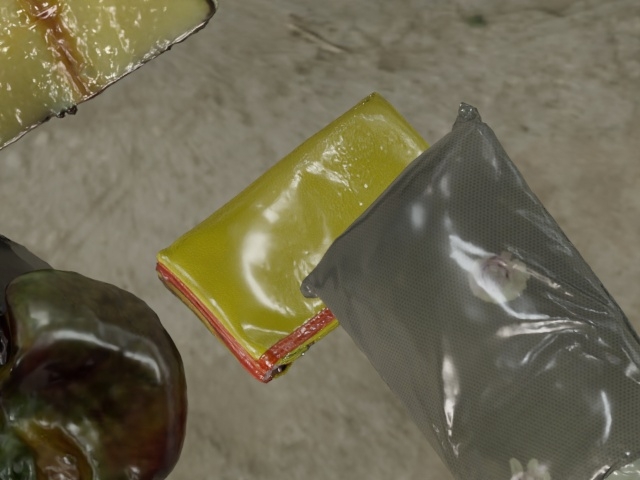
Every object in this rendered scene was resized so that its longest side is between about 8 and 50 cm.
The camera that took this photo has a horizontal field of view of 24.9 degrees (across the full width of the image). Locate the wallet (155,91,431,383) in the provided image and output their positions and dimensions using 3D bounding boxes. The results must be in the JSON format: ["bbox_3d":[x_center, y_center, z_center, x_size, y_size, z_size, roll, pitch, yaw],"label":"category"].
[{"bbox_3d":[0.000,0.000,1.176,0.241,0.067,0.141,-37,72,-20],"label":"wallet"}]

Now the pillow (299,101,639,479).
[{"bbox_3d":[0.098,0.068,0.775,0.169,0.059,0.255,-45,71,24],"label":"pillow"}]

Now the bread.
[{"bbox_3d":[-0.212,-0.192,1.011,0.240,0.135,0.178,-27,137,21],"label":"bread"}]

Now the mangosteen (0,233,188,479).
[{"bbox_3d":[-0.179,0.112,0.582,0.288,0.288,0.288,-1,99,-8],"label":"mangosteen"}]
